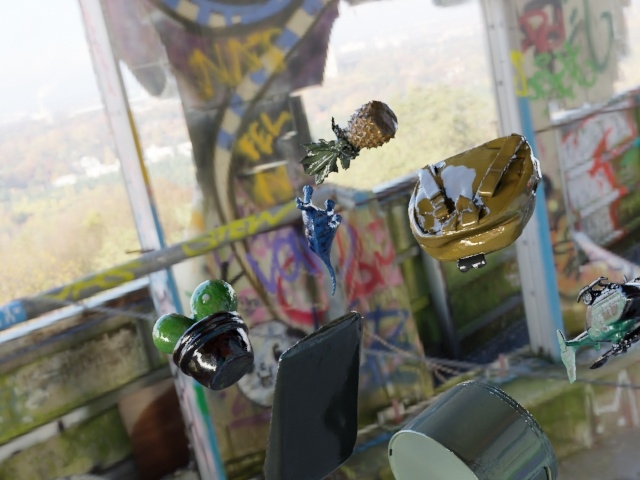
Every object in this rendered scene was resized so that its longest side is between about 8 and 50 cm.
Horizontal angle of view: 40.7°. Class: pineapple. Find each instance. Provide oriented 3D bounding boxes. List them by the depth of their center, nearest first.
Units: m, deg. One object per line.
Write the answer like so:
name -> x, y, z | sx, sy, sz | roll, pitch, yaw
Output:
pineapple -> 0.070, -0.238, 2.121 | 0.277, 0.130, 0.119 | -26, 41, 44

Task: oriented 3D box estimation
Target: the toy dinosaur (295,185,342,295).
toy dinosaur -> 0.002, -0.030, 1.941 | 0.076, 0.329, 0.144 | -2, 49, 14

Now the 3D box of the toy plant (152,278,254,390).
toy plant -> -0.252, 0.208, 1.930 | 0.218, 0.175, 0.235 | -29, 59, -23

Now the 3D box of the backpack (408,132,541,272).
backpack -> 0.369, -0.086, 2.084 | 0.353, 0.201, 0.378 | -20, 27, 36

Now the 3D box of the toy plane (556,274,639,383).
toy plane -> 0.608, 0.183, 1.850 | 0.106, 0.155, 0.382 | 1, -25, -17

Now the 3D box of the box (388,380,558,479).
box -> 0.238, 0.352, 1.353 | 0.149, 0.226, 0.226 | -32, 22, -30

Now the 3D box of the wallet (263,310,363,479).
wallet -> -0.009, 0.220, 1.151 | 0.052, 0.245, 0.168 | 25, 33, 36
